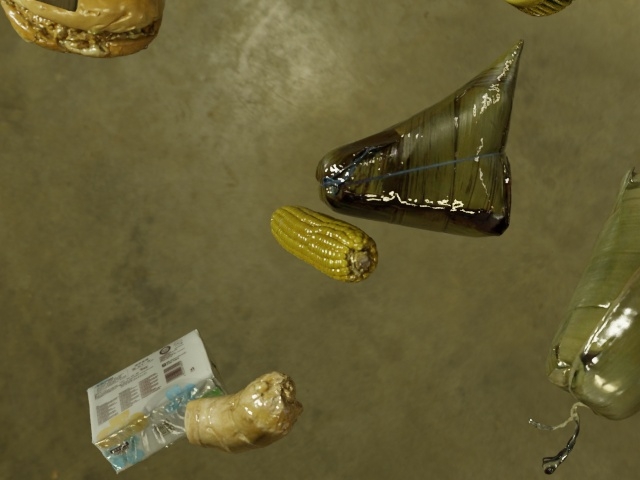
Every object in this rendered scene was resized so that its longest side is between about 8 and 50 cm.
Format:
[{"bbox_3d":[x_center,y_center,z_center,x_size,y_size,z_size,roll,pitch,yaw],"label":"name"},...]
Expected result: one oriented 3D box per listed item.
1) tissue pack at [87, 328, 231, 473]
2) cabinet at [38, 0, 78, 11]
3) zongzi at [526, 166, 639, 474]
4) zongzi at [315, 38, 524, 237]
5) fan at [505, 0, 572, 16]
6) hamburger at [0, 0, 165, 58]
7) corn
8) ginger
[{"bbox_3d":[-0.276,0.297,1.294,0.229,0.159,0.145,-29,121,-7],"label":"tissue pack"},{"bbox_3d":[-0.307,-0.352,0.680,0.215,0.175,0.148,16,136,-12],"label":"cabinet"},{"bbox_3d":[0.477,0.129,0.922,0.418,0.181,0.447,13,68,50],"label":"zongzi"},{"bbox_3d":[0.152,-0.167,1.063,0.286,0.138,0.300,10,101,-7],"label":"zongzi"},{"bbox_3d":[0.182,-0.247,0.584,0.082,0.039,0.155,-39,40,47],"label":"fan"},{"bbox_3d":[-0.433,-0.470,1.340,0.318,0.318,0.158,36,139,15],"label":"hamburger"},{"bbox_3d":[0.000,0.000,1.025,0.231,0.080,0.080,25,99,58],"label":"corn"},{"bbox_3d":[-0.092,0.208,0.855,0.190,0.069,0.095,-31,103,37],"label":"ginger"}]
